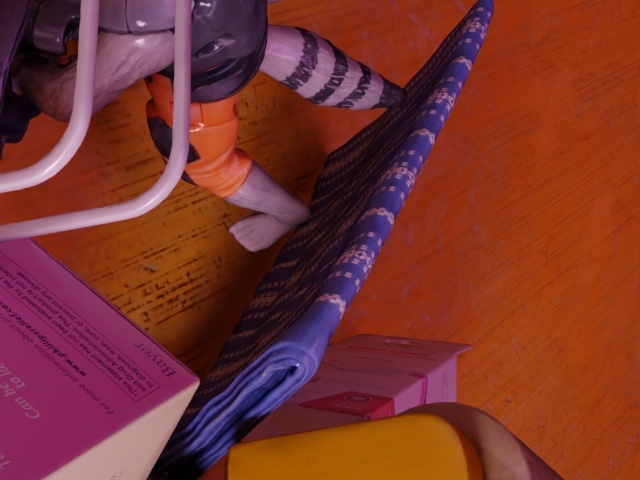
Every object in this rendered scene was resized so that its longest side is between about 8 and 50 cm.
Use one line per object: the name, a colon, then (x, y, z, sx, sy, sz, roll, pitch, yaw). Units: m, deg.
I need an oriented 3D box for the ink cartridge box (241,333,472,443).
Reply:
ink cartridge box: (0.035, 0.131, 1.113, 0.198, 0.115, 0.067, -22, 113, -58)

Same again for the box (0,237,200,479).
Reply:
box: (-0.198, 0.140, 0.592, 0.243, 0.117, 0.214, -30, 154, -56)

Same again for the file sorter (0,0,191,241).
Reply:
file sorter: (-0.193, -0.111, 0.532, 0.277, 0.192, 0.173, 28, 58, -60)

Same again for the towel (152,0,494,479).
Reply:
towel: (0.000, 0.000, 0.955, 0.040, 0.243, 0.336, 34, 53, -8)

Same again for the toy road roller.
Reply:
toy road roller: (-0.001, 0.254, 0.859, 0.202, 0.329, 0.241, 42, 37, -57)

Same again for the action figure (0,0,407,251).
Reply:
action figure: (-0.065, -0.177, 0.818, 0.330, 0.178, 0.341, 40, 61, -67)
